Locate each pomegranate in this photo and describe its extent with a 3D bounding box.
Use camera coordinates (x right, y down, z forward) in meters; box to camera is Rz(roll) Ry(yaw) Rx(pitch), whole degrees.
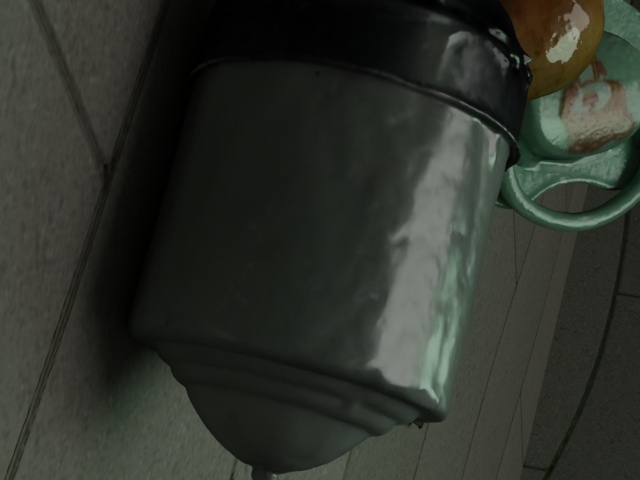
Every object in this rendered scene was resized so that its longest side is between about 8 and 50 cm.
[{"bbox_3d":[0.200,-0.232,1.509,0.191,0.191,0.191,9,90,-75],"label":"pomegranate"}]

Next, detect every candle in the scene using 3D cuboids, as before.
[{"bbox_3d":[0.000,0.000,0.915,0.221,0.221,0.342,54,49,-69],"label":"candle"}]

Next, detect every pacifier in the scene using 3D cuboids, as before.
[{"bbox_3d":[0.256,-0.151,1.735,0.269,0.343,0.288,175,-92,-69],"label":"pacifier"}]

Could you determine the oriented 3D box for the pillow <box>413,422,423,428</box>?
[{"bbox_3d":[0.146,0.133,1.853,0.130,0.033,0.217,49,52,-74],"label":"pillow"}]
